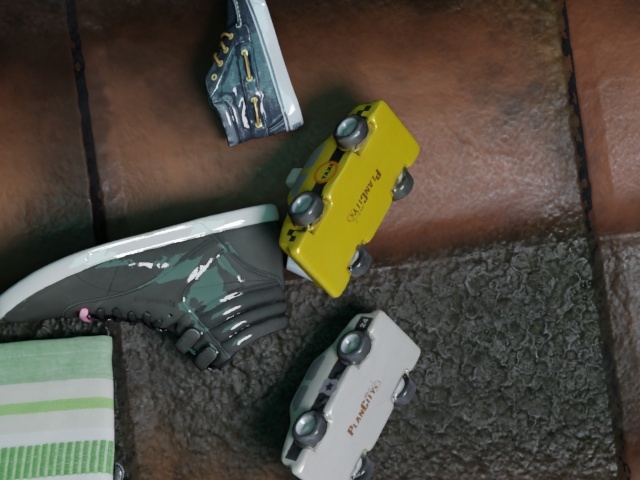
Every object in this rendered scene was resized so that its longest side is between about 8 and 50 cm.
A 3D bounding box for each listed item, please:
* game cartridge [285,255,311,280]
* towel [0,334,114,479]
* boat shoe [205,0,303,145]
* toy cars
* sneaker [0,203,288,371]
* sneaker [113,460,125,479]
[{"bbox_3d":[0.000,0.000,1.461,0.056,0.017,0.083,25,88,1],"label":"game cartridge"},{"bbox_3d":[-0.317,0.245,1.353,0.248,0.038,0.324,-5,56,-3],"label":"towel"},{"bbox_3d":[-0.084,-0.188,1.434,0.083,0.065,0.183,-19,91,-4],"label":"boat shoe"},{"bbox_3d":[0.014,0.059,1.409,0.176,0.087,0.393,-8,100,-44],"label":"toy cars"},{"bbox_3d":[-0.165,0.071,1.405,0.296,0.104,0.146,-16,85,-7],"label":"sneaker"},{"bbox_3d":[-0.232,0.348,1.397,0.153,0.101,0.268,-9,87,2],"label":"sneaker"}]
